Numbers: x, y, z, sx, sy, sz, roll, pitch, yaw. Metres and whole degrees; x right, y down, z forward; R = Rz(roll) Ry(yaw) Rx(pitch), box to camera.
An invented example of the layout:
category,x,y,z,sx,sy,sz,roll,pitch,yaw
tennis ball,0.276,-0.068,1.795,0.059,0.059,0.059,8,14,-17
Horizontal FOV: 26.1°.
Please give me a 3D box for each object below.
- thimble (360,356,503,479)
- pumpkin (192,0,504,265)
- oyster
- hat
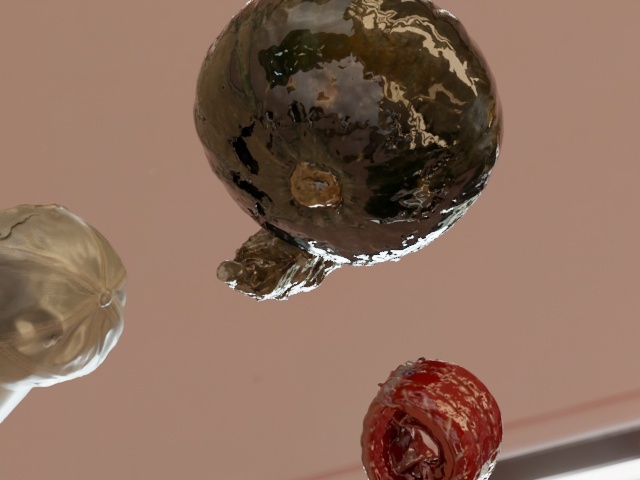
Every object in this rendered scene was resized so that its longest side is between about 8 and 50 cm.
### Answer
category,x,y,z,sx,sy,sz,roll,pitch,yaw
thimble,0.145,0.259,1.799,0.125,0.163,0.189,-35,-54,-51
pumpkin,0.038,-0.171,1.996,0.454,0.454,0.344,56,-141,-37
oyster,-0.010,0.023,2.270,0.111,0.396,0.204,42,149,31
hat,-0.306,0.097,1.378,0.161,0.275,0.232,42,-168,33
